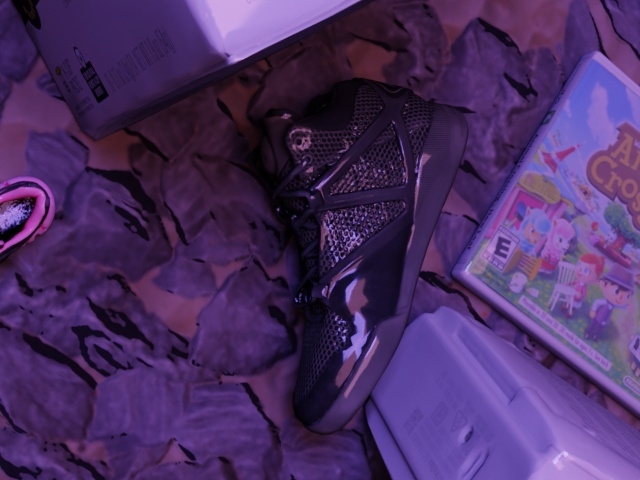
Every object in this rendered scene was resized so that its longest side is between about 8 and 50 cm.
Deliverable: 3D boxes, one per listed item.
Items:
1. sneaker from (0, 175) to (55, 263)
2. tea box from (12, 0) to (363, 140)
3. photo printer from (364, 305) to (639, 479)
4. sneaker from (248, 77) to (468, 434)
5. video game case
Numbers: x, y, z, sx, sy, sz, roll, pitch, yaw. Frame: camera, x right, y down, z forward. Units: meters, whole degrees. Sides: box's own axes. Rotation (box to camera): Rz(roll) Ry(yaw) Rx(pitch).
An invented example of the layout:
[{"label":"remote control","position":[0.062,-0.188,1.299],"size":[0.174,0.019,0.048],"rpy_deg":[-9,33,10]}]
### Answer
[{"label":"sneaker","position":[-0.200,0.005,0.698],"size":[0.119,0.057,0.047],"rpy_deg":[-44,105,-14]},{"label":"tea box","position":[-0.073,-0.250,0.605],"size":[0.220,0.329,0.324],"rpy_deg":[-29,98,-18]},{"label":"photo printer","position":[0.188,0.183,0.740],"size":[0.307,0.256,0.107],"rpy_deg":[34,97,-18]},{"label":"sneaker","position":[0.000,0.000,0.760],"size":[0.130,0.087,0.228],"rpy_deg":[22,79,-17]},{"label":"video game case","position":[0.222,0.004,0.874],"size":[0.212,0.023,0.193],"rpy_deg":[36,77,-16]}]
